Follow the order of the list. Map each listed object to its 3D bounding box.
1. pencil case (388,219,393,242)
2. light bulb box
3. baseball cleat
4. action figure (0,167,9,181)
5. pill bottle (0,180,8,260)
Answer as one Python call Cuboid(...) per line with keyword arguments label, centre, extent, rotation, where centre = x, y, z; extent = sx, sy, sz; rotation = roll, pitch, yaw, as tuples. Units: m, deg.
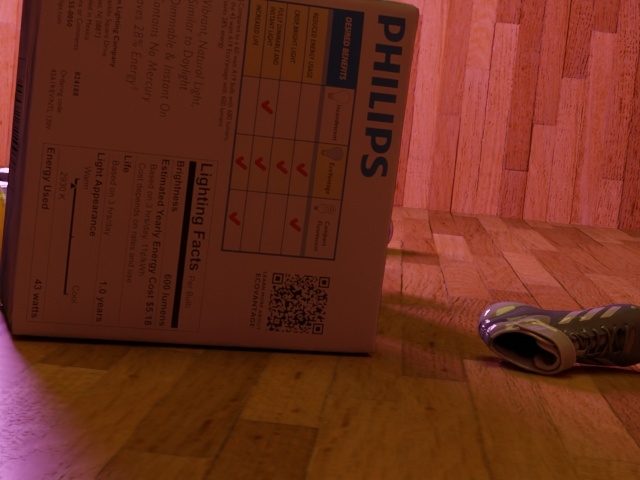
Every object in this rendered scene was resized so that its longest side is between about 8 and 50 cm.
Cuboid(label="pencil case", centre=(0.000, 0.000, 1.876), extent=(0.206, 0.086, 0.088), rotation=(-17, -23, -31))
Cuboid(label="light bulb box", centre=(-0.124, -0.085, 1.405), extent=(0.361, 0.358, 0.225), rotation=(5, 7, -17))
Cuboid(label="baseball cleat", centre=(0.264, 0.108, 1.413), extent=(0.205, 0.072, 0.109), rotation=(1, 19, -2))
Cuboid(label="action figure", centre=(-0.426, -0.070, 1.966), extent=(0.285, 0.185, 0.099), rotation=(-1, 19, 7))
Cuboid(label="pill bottle", centre=(-0.430, -0.014, 1.600), extent=(0.215, 0.117, 0.117), rotation=(2, 6, -31))
